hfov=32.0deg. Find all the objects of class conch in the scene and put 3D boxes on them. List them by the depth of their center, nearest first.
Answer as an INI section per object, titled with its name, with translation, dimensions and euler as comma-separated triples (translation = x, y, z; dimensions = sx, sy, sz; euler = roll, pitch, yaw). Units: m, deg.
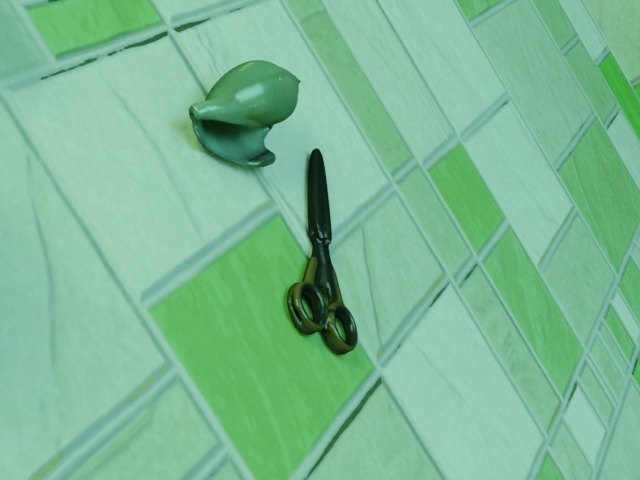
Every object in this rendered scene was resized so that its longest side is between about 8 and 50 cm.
[conch]
translation = -0.063, -0.116, 0.990
dimensions = 0.065, 0.088, 0.180
euler = 24, 30, 22

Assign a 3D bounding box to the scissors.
[scissors]
translation = 0.000, 0.000, 1.023
dimensions = 0.088, 0.017, 0.220
euler = 34, 39, -38
